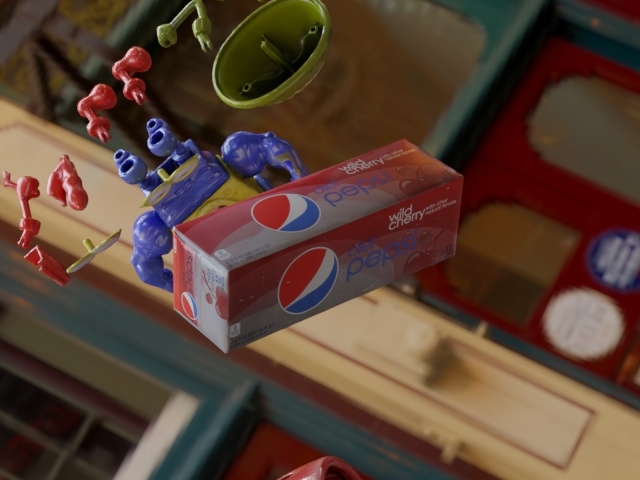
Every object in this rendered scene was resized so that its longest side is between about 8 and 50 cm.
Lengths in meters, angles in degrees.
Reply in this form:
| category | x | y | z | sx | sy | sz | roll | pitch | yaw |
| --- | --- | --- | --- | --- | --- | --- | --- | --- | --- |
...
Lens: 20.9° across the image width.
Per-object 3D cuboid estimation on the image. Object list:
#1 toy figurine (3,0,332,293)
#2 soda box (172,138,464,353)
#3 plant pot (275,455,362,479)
| category | x | y | z | sx | sy | sz | roll | pitch | yaw |
| --- | --- | --- | --- | --- | --- | --- | --- | --- | --- |
| toy figurine | -0.101 | -0.071 | 1.682 | 0.362 | 0.191 | 0.217 | -43 | -46 | 4 |
| soda box | 0.000 | 0.000 | 1.512 | 0.263 | 0.083 | 0.092 | -22 | -49 | -33 |
| plant pot | -0.025 | 0.348 | 1.837 | 0.174 | 0.191 | 0.191 | -28 | -11 | 14 |
